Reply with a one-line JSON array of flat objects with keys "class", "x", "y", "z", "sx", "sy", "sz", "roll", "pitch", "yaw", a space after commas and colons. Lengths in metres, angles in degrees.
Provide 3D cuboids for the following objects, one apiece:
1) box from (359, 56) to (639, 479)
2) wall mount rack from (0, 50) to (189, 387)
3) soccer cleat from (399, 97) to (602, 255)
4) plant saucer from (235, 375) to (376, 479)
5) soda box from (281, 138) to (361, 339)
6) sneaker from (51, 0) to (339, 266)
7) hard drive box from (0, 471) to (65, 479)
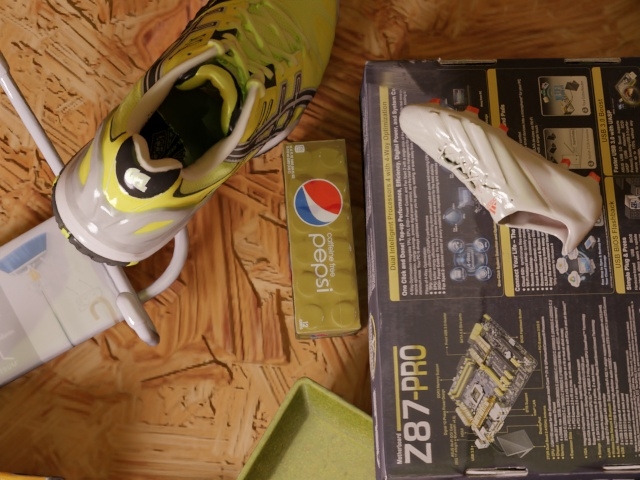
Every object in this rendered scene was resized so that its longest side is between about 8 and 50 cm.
[{"class": "box", "x": 0.201, "y": 0.027, "z": 1.337, "sx": 0.318, "sy": 0.097, "sz": 0.395, "roll": -1, "pitch": 72, "yaw": -4}, {"class": "wall mount rack", "x": -0.307, "y": 0.010, "z": 1.323, "sx": 0.350, "sy": 0.130, "sz": 0.304, "roll": -30, "pitch": 80, "yaw": -4}, {"class": "soccer cleat", "x": 0.151, "y": -0.058, "z": 1.282, "sx": 0.196, "sy": 0.068, "sz": 0.076, "roll": 27, "pitch": 75, "yaw": 6}, {"class": "plant saucer", "x": 0.013, "y": 0.251, "z": 1.340, "sx": 0.188, "sy": 0.045, "sz": 0.188, "roll": 31, "pitch": 80, "yaw": 3}, {"class": "soda box", "x": 0.000, "y": 0.000, "z": 1.377, "sx": 0.061, "sy": 0.058, "sz": 0.181, "roll": -4, "pitch": 81, "yaw": -3}, {"class": "sneaker", "x": -0.076, "y": -0.132, "z": 1.304, "sx": 0.145, "sy": 0.147, "sz": 0.385, "roll": 41, "pitch": 56, "yaw": -11}, {"class": "hard drive box", "x": -0.330, "y": 0.317, "z": 1.294, "sx": 0.181, "sy": 0.089, "sz": 0.232, "roll": 3, "pitch": 80, "yaw": -1}]
